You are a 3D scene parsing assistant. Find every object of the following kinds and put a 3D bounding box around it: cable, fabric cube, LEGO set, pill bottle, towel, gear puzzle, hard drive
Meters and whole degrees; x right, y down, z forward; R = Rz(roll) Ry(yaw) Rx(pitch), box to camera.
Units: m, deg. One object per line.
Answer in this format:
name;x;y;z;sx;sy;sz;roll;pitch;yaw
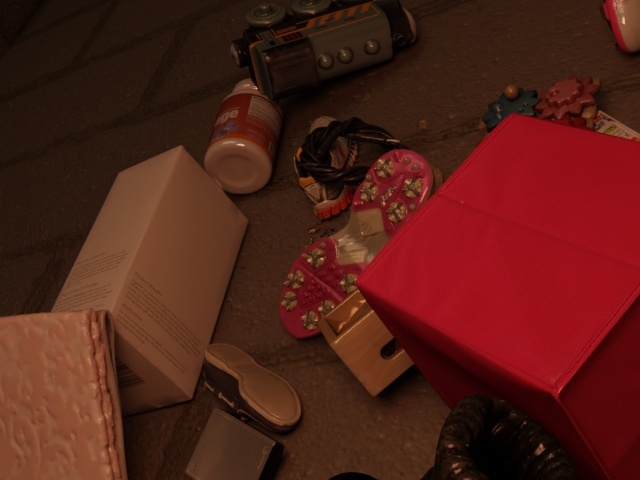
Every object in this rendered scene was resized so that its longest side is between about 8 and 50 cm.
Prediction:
cable;0.048;-0.136;1.331;0.184;0.047;0.150;-10;49;-23
fabric cube;0.245;0.066;0.831;0.259;0.254;0.258;-47;35;-13
LEGO set;0.002;-0.002;1.330;0.054;0.023;0.083;-22;25;19
pill bottle;-0.133;-0.194;1.575;0.121;0.121;0.216;-20;39;24
towel;-0.381;0.260;1.171;0.317;0.053;0.332;-8;88;33
gear puzzle;0.253;-0.093;1.118;0.175;0.044;0.339;-8;45;35
hard drive;-0.108;0.274;1.089;0.135;0.022;0.094;15;78;49

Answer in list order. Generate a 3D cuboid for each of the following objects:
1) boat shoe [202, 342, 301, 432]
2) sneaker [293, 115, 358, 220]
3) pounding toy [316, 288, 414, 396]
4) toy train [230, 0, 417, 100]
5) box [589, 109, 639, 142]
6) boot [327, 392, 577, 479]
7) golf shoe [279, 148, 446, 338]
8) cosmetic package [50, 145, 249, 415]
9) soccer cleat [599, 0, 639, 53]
boat shoe;-0.094;0.207;1.161;0.206;0.075;0.065;32;116;48
sneaker;0.007;-0.138;1.412;0.088;0.093;0.225;-25;36;18
pounding toy;0.105;0.094;1.015;0.181;0.094;0.206;-39;11;-1
toy train;0.009;-0.362;1.579;0.334;0.142;0.190;-18;40;-10
box;0.312;-0.073;1.117;0.207;0.036;0.114;-38;35;1
boot;0.089;0.235;0.753;0.348;0.131;0.260;-125;49;-68
golf shoe;0.068;0.019;1.183;0.306;0.140;0.115;-49;61;19
cosmetic package;-0.255;0.055;1.338;0.155;0.197;0.365;-19;38;29
soccer cleat;0.484;-0.404;1.268;0.143;0.116;0.331;-13;42;32
